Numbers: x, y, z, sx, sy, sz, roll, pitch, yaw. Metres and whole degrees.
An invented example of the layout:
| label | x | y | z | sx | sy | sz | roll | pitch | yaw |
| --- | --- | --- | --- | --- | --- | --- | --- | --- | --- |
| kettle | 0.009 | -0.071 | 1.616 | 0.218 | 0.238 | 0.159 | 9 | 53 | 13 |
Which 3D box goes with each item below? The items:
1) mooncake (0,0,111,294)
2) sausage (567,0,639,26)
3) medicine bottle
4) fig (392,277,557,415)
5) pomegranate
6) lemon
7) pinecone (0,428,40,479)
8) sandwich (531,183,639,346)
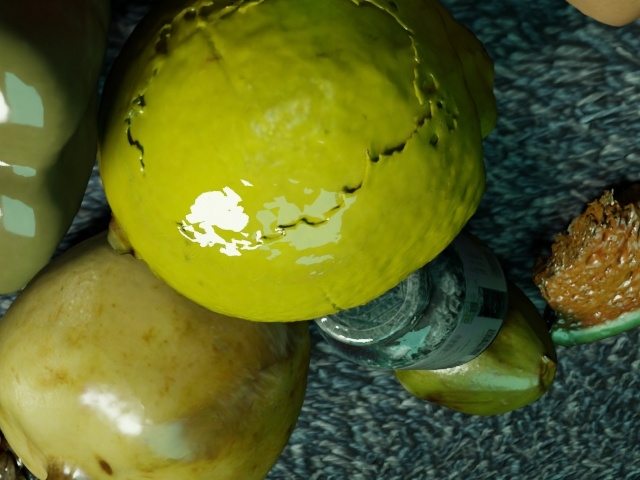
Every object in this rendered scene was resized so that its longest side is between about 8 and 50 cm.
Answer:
| label | x | y | z | sx | sy | sz | roll | pitch | yaw |
| --- | --- | --- | --- | --- | --- | --- | --- | --- | --- |
| mooncake | -0.324 | -0.100 | 1.219 | 0.378 | 0.201 | 0.378 | 1 | 129 | 1 |
| sausage | 0.279 | -0.284 | 1.318 | 0.121 | 0.121 | 0.304 | 12 | 140 | -33 |
| medicine bottle | 0.074 | 0.045 | 1.627 | 0.141 | 0.141 | 0.293 | -23 | 171 | 14 |
| fig | 0.160 | 0.105 | 1.828 | 0.154 | 0.166 | 0.144 | -10 | 123 | -60 |
| pomegranate | -0.143 | 0.112 | 1.637 | 0.307 | 0.307 | 0.307 | -9 | 147 | -6 |
| lemon | -0.021 | -0.078 | 1.379 | 0.297 | 0.297 | 0.297 | -9 | 147 | -6 |
| pinecone | -0.344 | 0.196 | 1.755 | 0.184 | 0.179 | 0.204 | -49 | 157 | -4 |
| sandwich | 0.295 | 0.015 | 1.818 | 0.159 | 0.079 | 0.235 | 17 | 133 | -23 |
